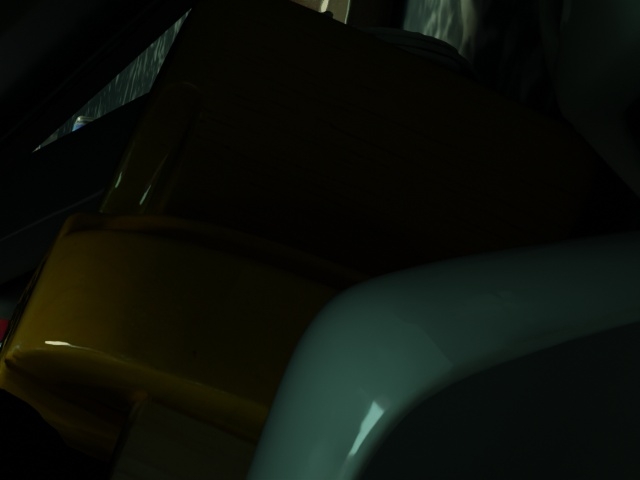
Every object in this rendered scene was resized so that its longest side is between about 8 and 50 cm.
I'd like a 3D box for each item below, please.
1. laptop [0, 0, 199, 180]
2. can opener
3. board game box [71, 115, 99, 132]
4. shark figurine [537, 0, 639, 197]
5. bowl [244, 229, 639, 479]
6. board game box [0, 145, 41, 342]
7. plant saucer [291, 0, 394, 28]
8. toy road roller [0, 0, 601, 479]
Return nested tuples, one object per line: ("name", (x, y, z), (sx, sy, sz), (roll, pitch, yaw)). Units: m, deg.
("laptop", (-0.068, -0.056, 0.540), (0.382, 0.236, 0.408), (-42, 38, 6))
("can opener", (-0.055, -0.014, 0.728), (0.280, 0.074, 0.093), (-17, 67, 38))
("board game box", (-0.087, 0.119, 0.928), (0.232, 0.141, 0.291), (136, 142, -70))
("shark figurine", (0.109, -0.072, 0.322), (0.166, 0.116, 0.278), (-42, -14, -50))
("bowl", (0.039, 0.054, 0.396), (0.053, 0.142, 0.142), (50, 136, 39))
("board game box", (-0.177, 0.020, 1.003), (0.169, 0.033, 0.133), (-95, 19, -51))
("plant saucer", (0.007, -0.107, 0.946), (0.168, 0.029, 0.168), (-171, 90, -78))
("toy road roller", (-0.029, 0.068, 0.620), (0.329, 0.202, 0.241), (142, 151, -71))
